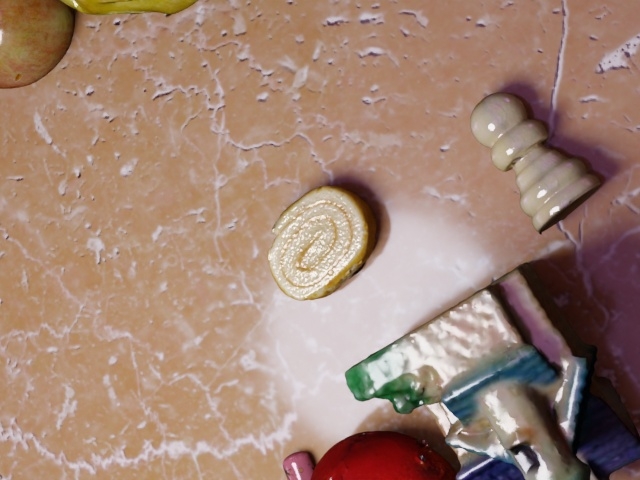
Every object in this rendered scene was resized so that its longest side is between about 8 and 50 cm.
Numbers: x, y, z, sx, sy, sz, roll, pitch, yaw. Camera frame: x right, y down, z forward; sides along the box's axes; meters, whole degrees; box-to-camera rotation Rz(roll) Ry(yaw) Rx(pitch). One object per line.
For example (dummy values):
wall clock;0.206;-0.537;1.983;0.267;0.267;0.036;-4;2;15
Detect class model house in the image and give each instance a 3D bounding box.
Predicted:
model house;0.214;0.196;1.421;0.245;0.312;0.280;-32;84;13

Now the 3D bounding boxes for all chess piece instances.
chess piece;0.243;-0.101;1.501;0.094;0.094;0.170;-42;80;15

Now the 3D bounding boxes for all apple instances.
apple;-0.418;-0.289;1.630;0.188;0.174;0.188;2;97;13

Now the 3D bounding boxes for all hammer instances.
hammer;-0.021;0.315;1.639;0.043;0.043;0.083;-21;91;17

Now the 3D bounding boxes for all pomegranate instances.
pomegranate;0.076;0.344;1.535;0.210;0.210;0.235;16;128;14

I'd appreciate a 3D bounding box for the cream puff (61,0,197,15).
cream puff;-0.236;-0.437;1.492;0.324;0.257;0.291;30;75;9

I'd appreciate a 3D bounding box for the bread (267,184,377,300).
bread;0.000;0.000;1.591;0.149;0.073;0.122;-43;77;13
